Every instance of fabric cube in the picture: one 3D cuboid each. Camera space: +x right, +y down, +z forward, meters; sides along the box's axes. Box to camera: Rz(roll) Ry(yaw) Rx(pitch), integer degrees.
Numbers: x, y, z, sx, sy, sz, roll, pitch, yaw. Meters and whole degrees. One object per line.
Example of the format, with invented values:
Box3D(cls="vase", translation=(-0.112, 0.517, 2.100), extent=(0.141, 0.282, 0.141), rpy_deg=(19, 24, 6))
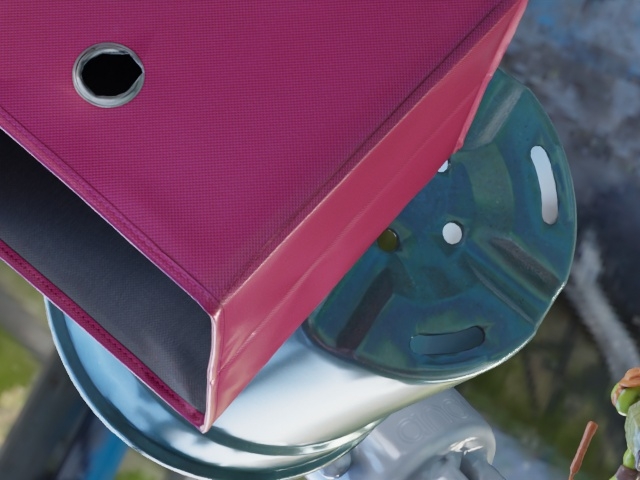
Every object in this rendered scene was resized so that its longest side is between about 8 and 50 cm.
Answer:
Box3D(cls="fabric cube", translation=(-0.071, -0.088, 1.083), extent=(0.254, 0.258, 0.259), rpy_deg=(41, 163, 9))

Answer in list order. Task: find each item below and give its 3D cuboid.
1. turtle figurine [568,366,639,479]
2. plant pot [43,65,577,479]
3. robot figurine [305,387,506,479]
Box3D(cls="turtle figurine", translation=(0.362, 0.193, 1.858), extent=(0.087, 0.269, 0.217), rpy_deg=(8, -149, -51))
Box3D(cls="plant pot", translation=(0.000, 0.000, 1.410), extent=(0.341, 0.341, 0.334), rpy_deg=(34, 157, -14))
Box3D(cls="robot figurine", translation=(0.065, 0.221, 2.205), extent=(0.353, 0.200, 0.300), rpy_deg=(45, -160, 30))
